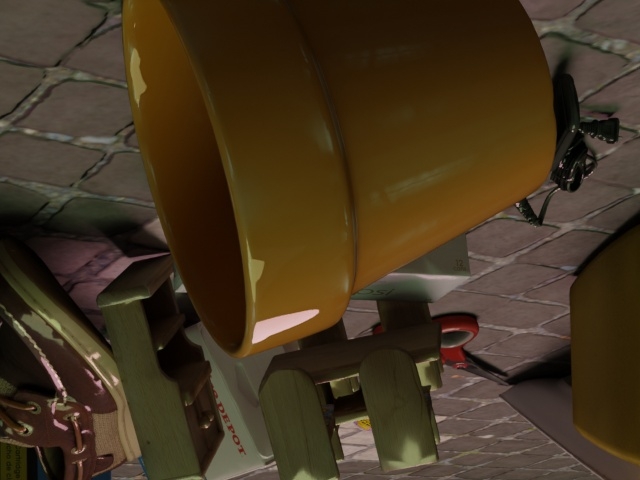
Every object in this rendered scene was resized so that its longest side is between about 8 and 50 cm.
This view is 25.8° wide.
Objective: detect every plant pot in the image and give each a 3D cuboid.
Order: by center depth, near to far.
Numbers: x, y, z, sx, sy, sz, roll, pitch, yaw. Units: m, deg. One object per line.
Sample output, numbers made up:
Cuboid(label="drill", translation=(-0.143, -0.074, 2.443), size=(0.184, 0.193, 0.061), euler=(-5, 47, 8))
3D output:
Cuboid(label="plant pot", translation=(0.014, -0.061, 0.744), size=(0.188, 0.205, 0.205), euler=(-16, 163, -16))
Cuboid(label="plant pot", translation=(0.330, 0.098, 1.231), size=(0.212, 0.212, 0.187), euler=(4, 170, -24))

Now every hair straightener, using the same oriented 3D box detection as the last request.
Cuboid(label="hair straightener", translation=(0.168, -0.055, 0.976), size=(0.089, 0.047, 0.230), euler=(-7, 160, 5))

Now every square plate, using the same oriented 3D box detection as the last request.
Cuboid(label="square plate", translation=(0.419, 0.205, 1.541), size=(0.347, 0.049, 0.344), euler=(2, -169, -16))

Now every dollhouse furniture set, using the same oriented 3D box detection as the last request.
Cuboid(label="dollhouse furniture set", translation=(-0.029, 0.081, 1.096), size=(0.242, 0.161, 0.212), euler=(-12, -169, 9))

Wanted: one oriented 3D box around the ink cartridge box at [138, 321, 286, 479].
Cuboid(label="ink cartridge box", translation=(-0.105, 0.150, 1.294), size=(0.082, 0.140, 0.190), euler=(-23, 177, -42))

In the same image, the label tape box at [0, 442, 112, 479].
Cuboid(label="label tape box", translation=(-0.370, 0.258, 1.387), size=(0.347, 0.249, 0.115), euler=(-5, 159, 0))

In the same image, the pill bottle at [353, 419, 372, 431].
Cuboid(label="pill bottle", translation=(0.064, 0.190, 1.609), size=(0.043, 0.043, 0.083), euler=(0, 158, -14))

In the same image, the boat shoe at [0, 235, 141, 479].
Cuboid(label="boat shoe", translation=(-0.231, 0.123, 1.158), size=(0.123, 0.123, 0.342), euler=(-37, 156, -14))

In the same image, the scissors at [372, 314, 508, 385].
Cuboid(label="scissors", translation=(0.133, 0.127, 1.501), size=(0.109, 0.021, 0.297), euler=(-12, 160, 11))

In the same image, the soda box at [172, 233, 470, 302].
Cuboid(label="soda box", translation=(0.000, 0.000, 1.044), size=(0.216, 0.074, 0.069), euler=(3, 158, -22))

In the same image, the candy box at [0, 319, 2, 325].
Cuboid(label="candy box", translation=(-0.331, 0.068, 1.036), size=(0.159, 0.071, 0.233), euler=(40, 150, -2))

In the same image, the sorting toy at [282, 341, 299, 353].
Cuboid(label="sorting toy", translation=(-0.040, 0.100, 1.299), size=(0.045, 0.075, 0.083), euler=(7, 156, -30))
